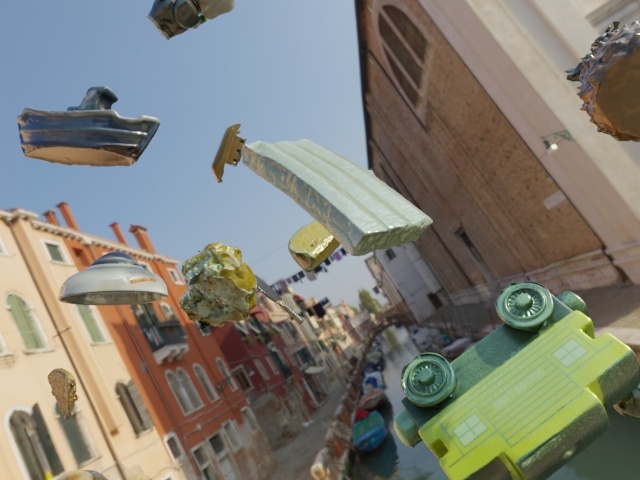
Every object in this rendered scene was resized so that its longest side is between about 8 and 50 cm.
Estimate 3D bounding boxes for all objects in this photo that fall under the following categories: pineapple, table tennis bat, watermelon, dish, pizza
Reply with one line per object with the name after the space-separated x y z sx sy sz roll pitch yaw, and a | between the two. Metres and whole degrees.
0.466 -0.262 0.709 0.169 0.169 0.340 -40 8 36 | pineapple
-0.166 0.205 1.705 0.021 0.274 0.154 -49 -9 2 | table tennis bat
0.670 0.334 1.001 0.109 0.109 0.109 -31 -12 -7 | watermelon
-0.560 0.097 1.291 0.273 0.134 0.273 -4 -15 -1 | dish
-0.009 -0.004 0.854 0.181 0.075 0.092 -42 -10 -47 | watermelon
-0.382 0.228 0.711 0.083 0.078 0.025 -4 6 40 | pizza

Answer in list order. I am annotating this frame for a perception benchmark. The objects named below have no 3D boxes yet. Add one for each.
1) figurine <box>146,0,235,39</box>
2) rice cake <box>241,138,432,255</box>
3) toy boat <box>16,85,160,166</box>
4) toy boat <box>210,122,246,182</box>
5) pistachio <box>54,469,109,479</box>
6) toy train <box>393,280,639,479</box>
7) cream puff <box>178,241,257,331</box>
-0.251 -0.477 0.909 0.192 0.126 0.147 -46 -45 0 | figurine
0.012 -0.064 0.558 0.127 0.237 0.043 -11 -51 -42 | rice cake
-0.446 -0.220 0.897 0.309 0.143 0.129 4 -12 13 | toy boat
-0.292 -0.278 1.515 0.201 0.077 0.057 -69 21 -1 | toy boat
-0.317 0.401 0.608 0.144 0.143 0.215 -4 -72 -66 | pistachio
0.351 0.275 0.860 0.442 0.272 0.179 -37 -51 -2 | toy train
-0.176 0.070 0.835 0.121 0.156 0.156 18 -41 -31 | cream puff
